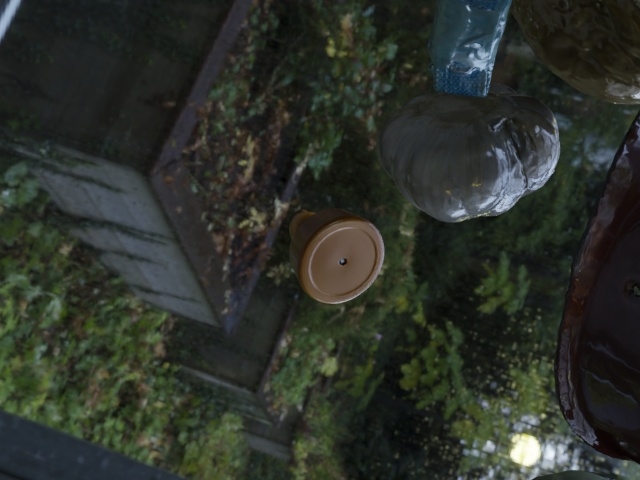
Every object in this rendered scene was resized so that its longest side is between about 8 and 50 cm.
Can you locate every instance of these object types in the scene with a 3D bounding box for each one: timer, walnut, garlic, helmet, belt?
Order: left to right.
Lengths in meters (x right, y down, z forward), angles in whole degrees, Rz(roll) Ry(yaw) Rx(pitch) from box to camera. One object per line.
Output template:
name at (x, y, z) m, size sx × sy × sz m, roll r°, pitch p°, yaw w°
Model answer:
timer at (0.000, 0.000, 1.117) m, size 0.152 × 0.132 × 0.132 m, roll 43°, pitch -56°, yaw 55°
belt at (0.139, -0.218, 0.731) m, size 0.302 × 0.072 × 0.087 m, roll 67°, pitch 24°, yaw -77°
garlic at (0.189, -0.111, 0.989) m, size 0.228 × 0.227 × 0.152 m, roll -62°, pitch 149°, yaw -53°
walnut at (0.374, -0.327, 0.948) m, size 0.252 × 0.313 × 0.277 m, roll -38°, pitch 176°, yaw -28°
helmet at (0.374, 0.058, 0.570) m, size 0.230 × 0.337 × 0.385 m, roll 39°, pitch -38°, yaw 54°

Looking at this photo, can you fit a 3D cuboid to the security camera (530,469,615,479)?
security camera at (0.319, 0.378, 0.838) m, size 0.191 × 0.277 × 0.197 m, roll -30°, pitch 149°, yaw -39°
